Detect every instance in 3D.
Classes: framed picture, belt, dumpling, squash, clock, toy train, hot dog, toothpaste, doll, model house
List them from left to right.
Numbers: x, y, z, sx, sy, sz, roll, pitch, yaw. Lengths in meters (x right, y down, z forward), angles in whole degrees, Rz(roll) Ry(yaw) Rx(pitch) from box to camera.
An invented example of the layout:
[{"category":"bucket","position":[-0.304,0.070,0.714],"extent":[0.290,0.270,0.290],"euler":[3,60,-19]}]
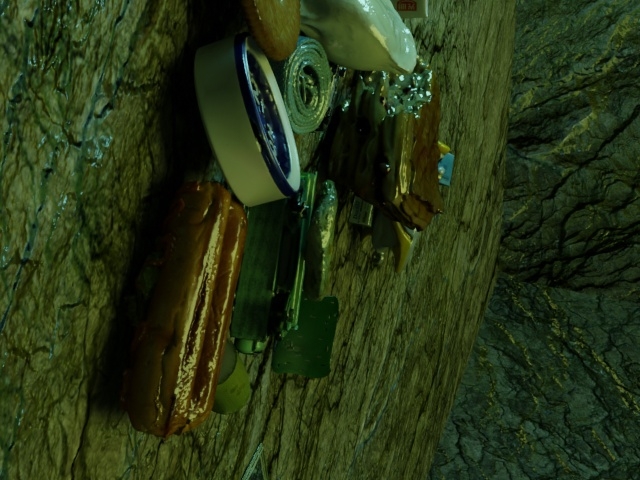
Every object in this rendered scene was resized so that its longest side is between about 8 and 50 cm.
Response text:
[{"category":"hot dog","position":[-0.186,0.089,1.355],"extent":[0.158,0.117,0.349],"euler":[36,64,-74]},{"category":"squash","position":[-0.153,0.210,1.577],"extent":[0.188,0.095,0.095],"euler":[70,34,-63]},{"category":"clock","position":[-0.098,-0.162,1.404],"extent":[0.230,0.083,0.230],"euler":[-18,90,-80]},{"category":"framed picture","position":[-0.126,0.490,1.938],"extent":[0.142,0.011,0.183],"euler":[-61,155,-45]},{"category":"toy train","position":[-0.082,0.019,1.590],"extent":[0.202,0.120,0.301],"euler":[-57,155,-81]},{"category":"belt","position":[-0.046,-0.252,1.649],"extent":[0.147,0.082,0.163],"euler":[-30,133,-54]},{"category":"model house","position":[-0.025,0.163,1.938],"extent":[0.088,0.117,0.167],"euler":[-76,171,-76]},{"category":"dumpling","position":[0.059,-0.374,1.699],"extent":[0.131,0.252,0.179],"euler":[-48,-155,52]},{"category":"toothpaste","position":[0.101,-0.113,2.243],"extent":[0.034,0.046,0.164],"euler":[29,72,-75]},{"category":"doll","position":[0.185,-0.083,2.252],"extent":[0.103,0.145,0.316],"euler":[-11,130,-63]}]

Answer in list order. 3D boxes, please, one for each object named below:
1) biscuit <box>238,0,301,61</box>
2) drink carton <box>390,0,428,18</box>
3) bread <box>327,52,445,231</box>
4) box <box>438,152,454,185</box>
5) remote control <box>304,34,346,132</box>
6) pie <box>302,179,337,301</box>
[{"category":"biscuit","position":[-0.082,-0.397,1.424],"extent":[0.305,0.038,0.305],"euler":[-6,90,-77]},{"category":"drink carton","position":[0.140,-0.576,1.934],"extent":[0.107,0.130,0.315],"euler":[-80,168,-50]},{"category":"bread","position":[0.130,-0.212,2.055],"extent":[0.314,0.191,0.370],"euler":[31,58,-66]},{"category":"box","position":[0.218,-0.180,2.402],"extent":[0.232,0.142,0.083],"euler":[6,94,-72]},{"category":"remote control","position":[0.022,-0.392,1.808],"extent":[0.144,0.062,0.399],"euler":[24,78,-71]},{"category":"pie","position":[0.000,0.000,1.562],"extent":[0.187,0.041,0.187],"euler":[7,90,-88]}]
